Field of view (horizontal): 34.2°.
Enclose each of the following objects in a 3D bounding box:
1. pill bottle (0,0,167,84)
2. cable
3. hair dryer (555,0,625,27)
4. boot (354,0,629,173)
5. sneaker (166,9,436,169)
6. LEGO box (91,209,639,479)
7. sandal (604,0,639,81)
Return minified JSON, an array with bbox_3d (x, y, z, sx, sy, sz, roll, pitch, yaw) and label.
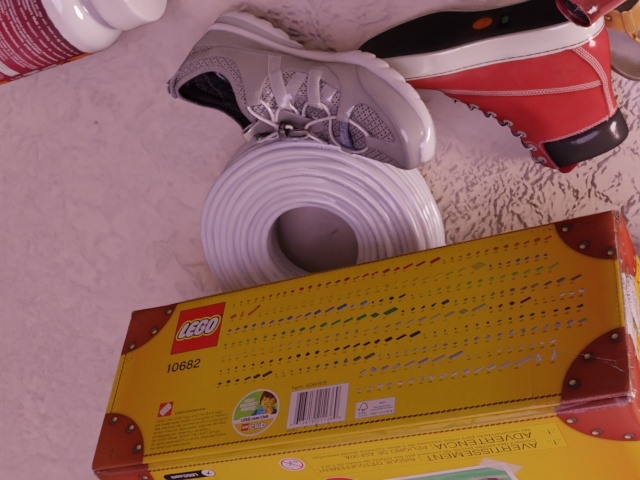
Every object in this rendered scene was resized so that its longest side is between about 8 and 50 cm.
[{"bbox_3d":[-0.271,-0.235,1.032,0.221,0.121,0.121,-12,112,23],"label":"pill bottle"},{"bbox_3d":[0.000,0.000,1.087,0.257,0.089,0.257,-14,112,23],"label":"cable"},{"bbox_3d":[0.242,-0.311,0.804,0.223,0.080,0.293,-2,113,-27],"label":"hair dryer"},{"bbox_3d":[0.157,-0.129,0.980,0.244,0.088,0.176,-2,131,29],"label":"boot"},{"bbox_3d":[-0.020,-0.118,0.968,0.281,0.115,0.105,25,148,32],"label":"sneaker"},{"bbox_3d":[0.096,0.202,1.028,0.500,0.193,0.372,-12,137,22],"label":"LEGO box"},{"bbox_3d":[0.266,-0.222,0.911,0.072,0.049,0.180,-6,114,20],"label":"sandal"}]
